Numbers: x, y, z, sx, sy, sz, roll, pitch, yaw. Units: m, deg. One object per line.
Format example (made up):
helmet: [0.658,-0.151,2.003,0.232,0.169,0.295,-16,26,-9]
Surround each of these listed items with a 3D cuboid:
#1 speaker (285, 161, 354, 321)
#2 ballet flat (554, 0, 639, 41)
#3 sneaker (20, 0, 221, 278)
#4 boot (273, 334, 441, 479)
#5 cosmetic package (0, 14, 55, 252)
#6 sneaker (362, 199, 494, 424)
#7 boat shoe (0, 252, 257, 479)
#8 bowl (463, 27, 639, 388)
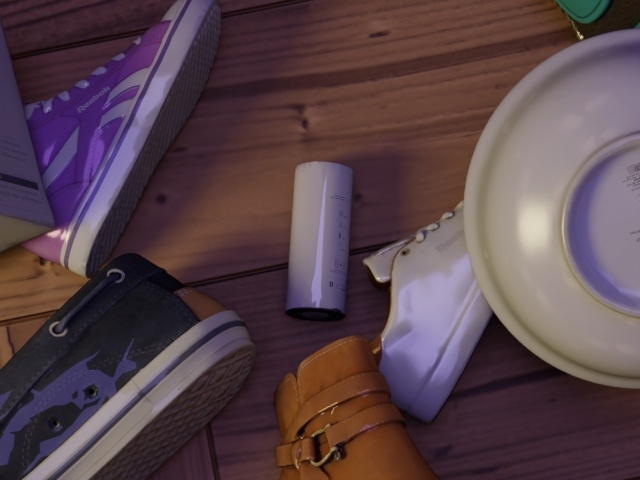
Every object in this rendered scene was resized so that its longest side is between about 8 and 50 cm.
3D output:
speaker: [0.000,0.000,1.429,0.055,0.055,0.136,3,76,2]
ballet flat: [0.301,-0.201,1.435,0.182,0.164,0.483,-17,73,-24]
sneaker: [-0.209,-0.124,1.446,0.161,0.102,0.282,27,78,11]
boot: [0.058,0.177,1.279,0.109,0.283,0.220,11,59,-32]
cosmetic package: [-0.377,-0.082,1.379,0.224,0.138,0.224,-24,73,22]
sneaker: [0.113,0.005,1.398,0.123,0.106,0.290,29,79,6]
boat shoe: [-0.280,0.197,1.326,0.500,0.187,0.156,-41,73,-14]
bowl: [0.258,-0.017,1.259,0.298,0.134,0.298,1,97,6]
